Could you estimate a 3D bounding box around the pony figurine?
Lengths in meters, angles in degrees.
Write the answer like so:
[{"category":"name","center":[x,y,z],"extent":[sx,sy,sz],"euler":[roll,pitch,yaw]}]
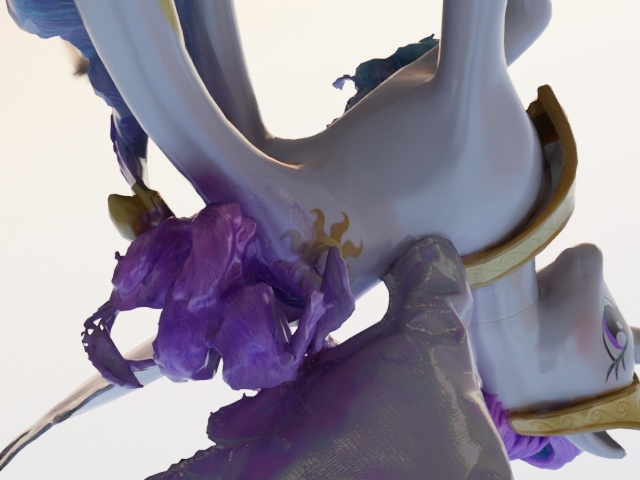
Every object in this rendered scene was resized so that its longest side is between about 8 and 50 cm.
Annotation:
[{"category":"pony figurine","center":[0.000,0.000,0.615],"extent":[0.351,0.363,0.303],"euler":[-26,-156,-17]}]
